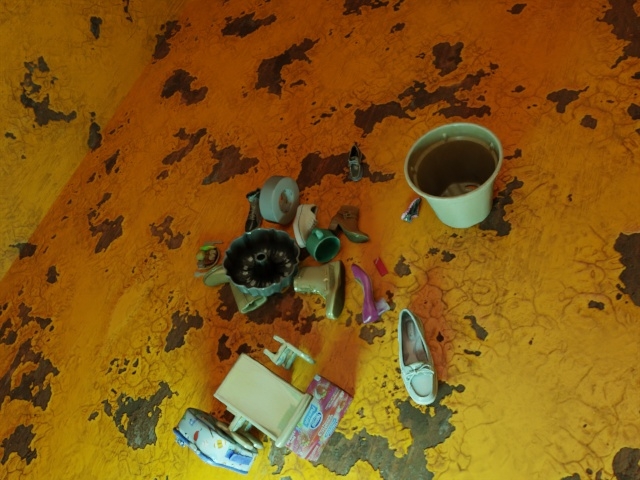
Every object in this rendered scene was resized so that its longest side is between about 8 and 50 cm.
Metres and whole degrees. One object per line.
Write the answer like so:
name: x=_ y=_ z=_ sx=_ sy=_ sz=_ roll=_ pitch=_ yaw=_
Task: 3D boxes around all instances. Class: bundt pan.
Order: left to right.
bundt pan: x=-0.241 y=0.104 z=1.961 sx=0.331 sy=0.124 sz=0.330 roll=-4 pitch=50 yaw=5

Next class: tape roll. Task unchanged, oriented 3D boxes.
tape roll: x=-0.182 y=-0.183 z=2.084 sx=0.072 sy=0.219 sz=0.219 roll=9 pitch=66 yaw=29

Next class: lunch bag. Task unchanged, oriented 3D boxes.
lunch bag: x=-0.358 y=0.703 z=1.596 sx=0.243 sy=0.303 sz=0.114 roll=23 pitch=70 yaw=33

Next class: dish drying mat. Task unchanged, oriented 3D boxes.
dish drying mat: x=0.240 y=0.105 z=1.845 sx=0.032 sy=0.008 sz=0.083 roll=-30 pitch=53 yaw=6

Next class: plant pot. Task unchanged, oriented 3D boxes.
plant pot: x=0.512 y=-0.210 z=1.714 sx=0.334 sy=0.305 sz=0.333 roll=-12 pitch=57 yaw=19

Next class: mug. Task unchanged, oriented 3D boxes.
mug: x=0.007 y=0.002 z=1.928 sx=0.130 sy=0.157 sz=0.097 roll=-8 pitch=36 yaw=-33

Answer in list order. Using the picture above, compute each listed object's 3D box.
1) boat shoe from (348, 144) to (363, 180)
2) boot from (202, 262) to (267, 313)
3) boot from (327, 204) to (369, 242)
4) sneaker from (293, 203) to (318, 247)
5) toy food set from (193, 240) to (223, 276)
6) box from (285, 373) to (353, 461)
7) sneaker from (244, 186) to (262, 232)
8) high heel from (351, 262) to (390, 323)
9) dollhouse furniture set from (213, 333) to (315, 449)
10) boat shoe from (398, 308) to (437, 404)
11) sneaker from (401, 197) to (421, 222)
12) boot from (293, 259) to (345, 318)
boat shoe: x=0.154 y=-0.359 z=2.121 sx=0.066 sy=0.066 sz=0.183 roll=-13 pitch=57 yaw=19
boot: x=-0.385 y=0.211 z=2.033 sx=0.236 sy=0.089 sz=0.269 roll=-35 pitch=54 yaw=4
boot: x=0.139 y=-0.077 z=1.965 sx=0.197 sy=0.073 sz=0.152 roll=18 pitch=60 yaw=21
sneaker: x=-0.059 y=-0.078 z=2.019 sx=0.091 sy=0.094 sz=0.258 roll=-16 pitch=43 yaw=17
toy food set: x=-0.547 y=0.079 z=2.216 sx=0.133 sy=0.038 sz=0.191 roll=-3 pitch=61 yaw=24
box: x=-0.013 y=0.611 z=1.594 sx=0.123 sy=0.128 sz=0.256 roll=25 pitch=74 yaw=34
sneaker: x=-0.328 y=-0.154 z=2.191 sx=0.086 sy=0.132 sz=0.228 roll=7 pitch=65 yaw=29
high heel: x=0.157 y=0.203 z=1.784 sx=0.117 sy=0.082 sz=0.244 roll=-31 pitch=66 yaw=-6
dollhouse furniture set: x=-0.149 y=0.536 z=1.554 sx=0.257 sy=0.394 sz=0.362 roll=29 pitch=75 yaw=19
boat shoe: x=0.322 y=0.392 z=1.578 sx=0.118 sy=0.103 sz=0.320 roll=-14 pitch=57 yaw=18
sneaker: x=0.385 y=-0.122 z=1.894 sx=0.057 sy=0.047 sz=0.119 roll=36 pitch=83 yaw=17
boot: x=-0.010 y=0.203 z=1.848 sx=0.204 sy=0.095 sz=0.261 roll=-9 pitch=53 yaw=20
